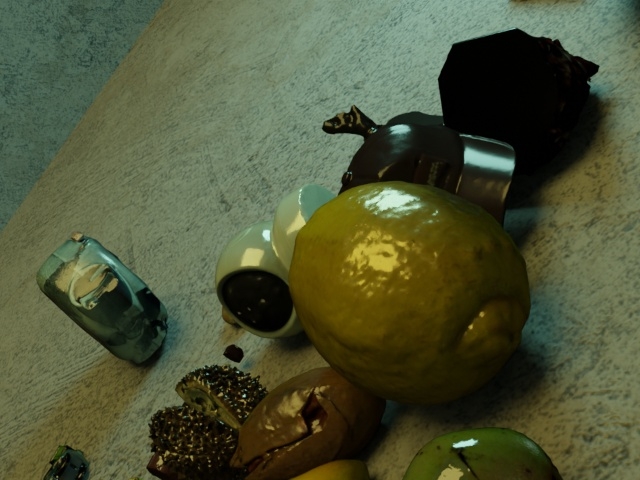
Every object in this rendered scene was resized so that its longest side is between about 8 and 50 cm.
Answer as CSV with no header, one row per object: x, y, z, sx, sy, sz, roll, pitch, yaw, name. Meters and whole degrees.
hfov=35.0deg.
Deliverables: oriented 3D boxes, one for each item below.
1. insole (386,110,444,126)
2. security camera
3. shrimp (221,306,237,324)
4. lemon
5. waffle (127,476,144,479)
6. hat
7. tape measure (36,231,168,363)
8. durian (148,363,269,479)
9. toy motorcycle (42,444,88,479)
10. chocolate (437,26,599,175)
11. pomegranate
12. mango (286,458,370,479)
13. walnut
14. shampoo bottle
0.169,-0.205,1.809,0.064,0.004,0.188,-54,28,-12,insole
-0.054,0.045,1.597,0.236,0.194,0.194,-34,30,24,security camera
-0.115,0.073,1.804,0.099,0.041,0.180,0,52,53,shrimp
0.101,0.062,1.257,0.316,0.285,0.285,-14,42,40,lemon
-0.324,0.480,1.547,0.211,0.055,0.160,-47,28,2,waffle
0.109,-0.074,1.451,0.336,0.209,0.238,3,80,59,hat
-0.408,0.110,1.942,0.147,0.256,0.275,-47,45,-14,tape measure
-0.144,0.271,1.466,0.196,0.167,0.196,-12,56,18,durian
-0.478,0.446,1.810,0.100,0.058,0.173,-22,34,51,toy motorcycle
0.319,-0.204,1.489,0.177,0.206,0.224,-12,6,-36,chocolate
0.149,0.285,1.027,0.210,0.179,0.179,-46,19,50,pomegranate
-0.060,0.385,1.244,0.317,0.119,0.176,-39,24,-4,mango
-0.018,0.248,1.349,0.245,0.137,0.137,-32,31,20,walnut
-0.192,0.273,1.619,0.068,0.067,0.236,-18,38,57,shampoo bottle
